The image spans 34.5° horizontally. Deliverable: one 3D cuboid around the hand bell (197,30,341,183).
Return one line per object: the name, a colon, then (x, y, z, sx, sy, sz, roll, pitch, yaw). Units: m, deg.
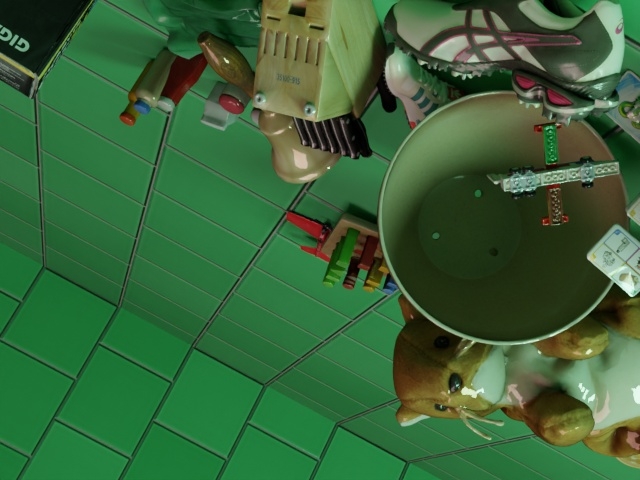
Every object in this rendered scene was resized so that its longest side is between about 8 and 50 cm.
hand bell: (-0.075, -0.184, 1.305, 0.126, 0.126, 0.242, 10, 160, 39)

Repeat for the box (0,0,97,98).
box: (-0.390, -0.352, 1.144, 0.322, 0.257, 0.079, 32, 158, -12)

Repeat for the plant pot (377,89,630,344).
plant pot: (0.197, -0.020, 1.232, 0.284, 0.284, 0.191, 28, 175, -2)

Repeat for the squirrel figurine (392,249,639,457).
squirrel figurine: (0.275, 0.161, 1.425, 0.371, 0.280, 0.397, -4, -168, -4)

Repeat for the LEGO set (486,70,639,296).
LEGO set: (0.308, -0.081, 1.111, 0.244, 0.182, 0.060, 37, -168, -14)

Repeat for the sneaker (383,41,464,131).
sneaker: (0.130, -0.181, 1.220, 0.075, 0.057, 0.161, -3, 146, 24)

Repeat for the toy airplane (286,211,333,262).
toy airplane: (0.000, 0.000, 1.831, 0.151, 0.028, 0.151, 22, 159, 9)

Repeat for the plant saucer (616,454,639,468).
plant saucer: (0.569, 0.300, 1.699, 0.200, 0.037, 0.199, -5, 129, -6)

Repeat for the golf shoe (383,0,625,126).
golf shoe: (0.184, -0.214, 1.028, 0.273, 0.105, 0.120, 28, 126, 34)

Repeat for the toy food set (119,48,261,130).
toy food set: (-0.178, -0.197, 1.468, 0.232, 0.104, 0.111, 21, 159, 16)

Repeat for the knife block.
knife block: (0.024, -0.227, 1.211, 0.088, 0.242, 0.275, 17, 112, 24)

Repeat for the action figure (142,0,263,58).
action figure: (-0.118, -0.276, 1.264, 0.232, 0.063, 0.137, 13, 154, 42)

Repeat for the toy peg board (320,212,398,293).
toy peg board: (0.083, 0.043, 1.721, 0.161, 0.079, 0.161, 22, 157, -5)
